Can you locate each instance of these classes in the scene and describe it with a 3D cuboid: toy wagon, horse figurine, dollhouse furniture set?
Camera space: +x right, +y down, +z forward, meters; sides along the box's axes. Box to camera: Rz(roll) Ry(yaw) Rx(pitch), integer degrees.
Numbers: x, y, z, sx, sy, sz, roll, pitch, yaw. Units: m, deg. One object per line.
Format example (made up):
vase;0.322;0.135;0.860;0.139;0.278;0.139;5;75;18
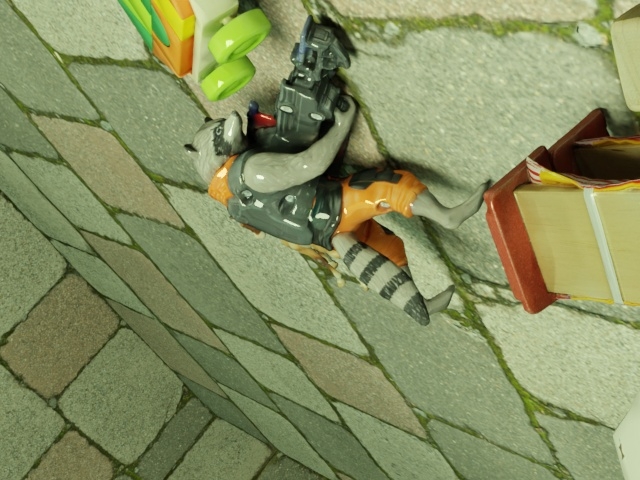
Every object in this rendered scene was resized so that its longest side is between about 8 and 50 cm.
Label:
toy wagon;-0.158;-0.257;0.854;0.267;0.068;0.344;56;167;1
horse figurine;0.000;0.000;1.221;0.174;0.066;0.263;43;164;-21
dollhouse furniture set;0.199;-0.127;0.592;0.201;0.152;0.374;7;125;54

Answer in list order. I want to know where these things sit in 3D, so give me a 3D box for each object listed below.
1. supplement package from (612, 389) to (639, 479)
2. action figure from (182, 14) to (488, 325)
supplement package;0.375;0.167;0.598;0.293;0.175;0.177;-7;151;1
action figure;0.002;-0.061;0.960;0.330;0.178;0.341;24;156;13
